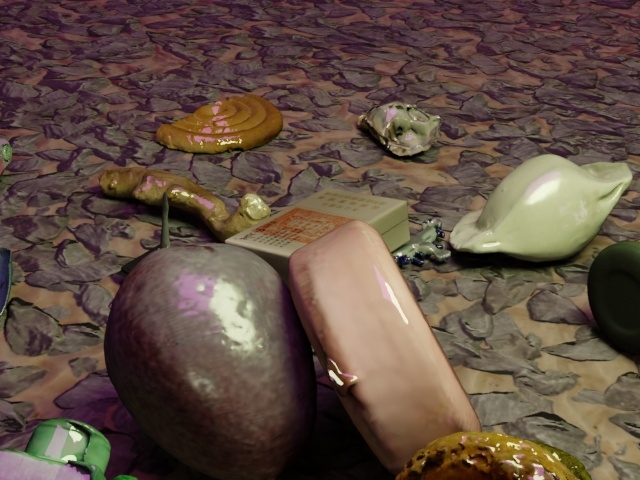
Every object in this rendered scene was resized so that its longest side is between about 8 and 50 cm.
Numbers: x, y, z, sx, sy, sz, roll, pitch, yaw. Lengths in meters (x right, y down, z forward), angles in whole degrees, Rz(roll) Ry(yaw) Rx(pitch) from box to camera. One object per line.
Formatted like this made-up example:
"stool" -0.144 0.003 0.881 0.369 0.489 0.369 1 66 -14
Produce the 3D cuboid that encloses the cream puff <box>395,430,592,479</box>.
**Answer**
"cream puff" 0.161 0.235 0.791 0.183 0.183 0.169 24 11 32

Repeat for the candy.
"candy" 0.058 0.100 0.898 0.094 0.255 0.255 -28 33 4

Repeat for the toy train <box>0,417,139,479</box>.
"toy train" -0.184 0.252 0.610 0.145 0.202 0.266 8 53 10

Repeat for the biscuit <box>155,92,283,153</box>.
"biscuit" -0.143 -0.185 1.582 0.144 0.033 0.224 26 39 35

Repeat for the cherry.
"cherry" -0.101 0.106 0.909 0.184 0.213 0.266 -25 66 -8

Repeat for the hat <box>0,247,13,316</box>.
"hat" -0.423 0.034 1.141 0.138 0.078 0.191 -8 32 -21

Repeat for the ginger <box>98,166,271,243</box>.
"ginger" -0.188 -0.056 1.320 0.288 0.075 0.089 19 10 35

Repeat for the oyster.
"oyster" 0.127 -0.185 1.582 0.108 0.053 0.165 -34 48 -8

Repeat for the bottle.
"bottle" 0.451 0.040 1.143 0.271 0.156 0.143 -15 2 -28

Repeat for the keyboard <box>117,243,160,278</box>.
"keyboard" -0.132 0.062 1.168 0.230 0.025 0.094 24 38 32

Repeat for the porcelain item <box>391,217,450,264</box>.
"porcelain item" 0.135 0.010 1.275 0.075 0.021 0.136 19 35 35

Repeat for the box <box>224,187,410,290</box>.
"box" 0.000 0.000 1.228 0.141 0.058 0.201 13 31 40

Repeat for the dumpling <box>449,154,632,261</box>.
"dumpling" 0.277 -0.040 1.306 0.252 0.131 0.179 -29 18 -11

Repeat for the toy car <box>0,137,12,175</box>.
"toy car" -0.476 -0.091 1.376 0.069 0.055 0.142 -1 40 10
